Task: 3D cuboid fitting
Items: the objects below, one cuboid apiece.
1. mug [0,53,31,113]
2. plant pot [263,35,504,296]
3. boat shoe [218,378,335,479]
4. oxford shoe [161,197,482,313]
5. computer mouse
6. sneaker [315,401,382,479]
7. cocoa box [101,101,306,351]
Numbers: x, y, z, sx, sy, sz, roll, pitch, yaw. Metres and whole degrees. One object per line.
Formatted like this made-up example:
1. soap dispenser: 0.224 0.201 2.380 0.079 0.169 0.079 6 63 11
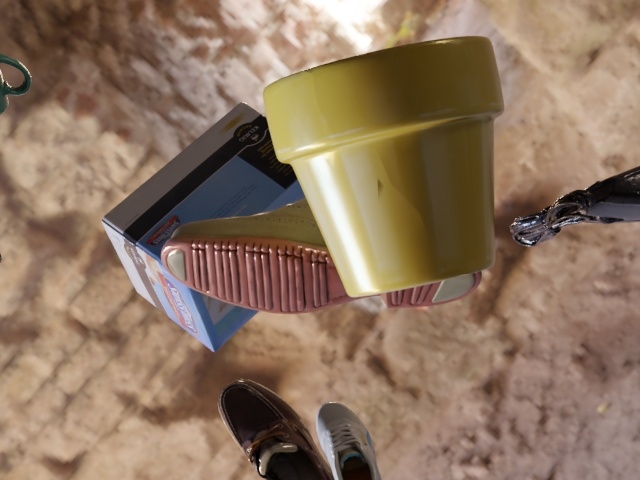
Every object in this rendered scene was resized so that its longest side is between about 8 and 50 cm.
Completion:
1. mug: -0.519 -0.235 1.824 0.129 0.097 0.157 14 37 34
2. plant pot: 0.085 -0.072 1.341 0.253 0.239 0.254 -13 0 0
3. boat shoe: -0.070 0.377 2.240 0.123 0.342 0.123 -38 -21 -2
4. oxford shoe: 0.000 0.000 1.586 0.140 0.396 0.147 99 173 -54
5. computer mouse: 0.395 -0.049 1.630 0.272 0.072 0.188 -21 -6 -18
6. sneaker: 0.050 0.352 2.085 0.087 0.092 0.229 -23 49 -4
7. cocoa box: -0.164 -0.026 2.230 0.347 0.228 0.231 -43 -34 -21
